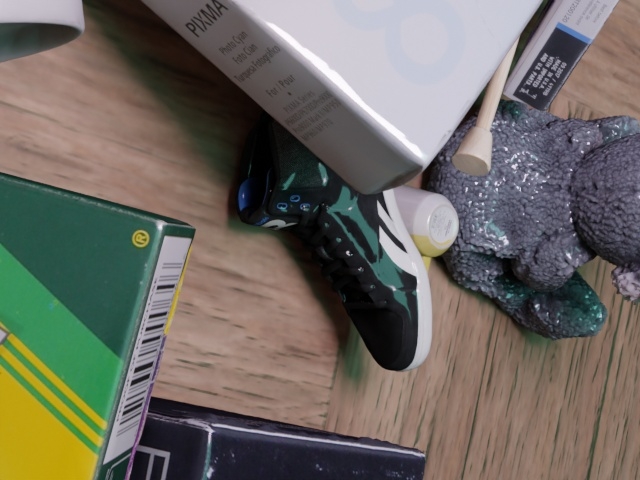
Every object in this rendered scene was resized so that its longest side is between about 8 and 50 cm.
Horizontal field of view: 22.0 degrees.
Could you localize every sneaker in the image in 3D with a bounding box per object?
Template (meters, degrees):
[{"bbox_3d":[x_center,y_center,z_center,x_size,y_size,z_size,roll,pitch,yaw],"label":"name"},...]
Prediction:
[{"bbox_3d":[0.000,0.000,1.178,0.121,0.079,0.216,-15,92,-38],"label":"sneaker"}]

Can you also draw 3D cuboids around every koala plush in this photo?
[{"bbox_3d":[0.218,-0.026,1.278,0.203,0.221,0.196,22,79,-41],"label":"koala plush"}]

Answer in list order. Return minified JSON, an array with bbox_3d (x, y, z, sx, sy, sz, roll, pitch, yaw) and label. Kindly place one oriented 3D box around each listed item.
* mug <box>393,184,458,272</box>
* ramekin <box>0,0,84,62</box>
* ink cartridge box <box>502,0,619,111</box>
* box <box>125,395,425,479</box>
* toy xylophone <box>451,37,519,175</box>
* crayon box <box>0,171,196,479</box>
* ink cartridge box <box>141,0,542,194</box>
[{"bbox_3d":[0.072,-0.006,1.250,0.062,0.064,0.078,-34,116,-37],"label":"mug"},{"bbox_3d":[-0.235,-0.147,0.866,0.207,0.207,0.109,-11,92,-42],"label":"ramekin"},{"bbox_3d":[0.223,-0.227,1.255,0.045,0.206,0.208,29,40,0],"label":"ink cartridge box"},{"bbox_3d":[-0.122,0.232,0.931,0.183,0.294,0.296,15,84,-47],"label":"box"},{"bbox_3d":[0.060,-0.188,1.160,0.236,0.081,0.322,24,67,-19],"label":"toy xylophone"},{"bbox_3d":[-0.259,0.124,0.769,0.106,0.313,0.362,15,91,-86],"label":"crayon box"},{"bbox_3d":[-0.013,-0.265,1.044,0.385,0.091,0.308,42,63,-12],"label":"ink cartridge box"}]
